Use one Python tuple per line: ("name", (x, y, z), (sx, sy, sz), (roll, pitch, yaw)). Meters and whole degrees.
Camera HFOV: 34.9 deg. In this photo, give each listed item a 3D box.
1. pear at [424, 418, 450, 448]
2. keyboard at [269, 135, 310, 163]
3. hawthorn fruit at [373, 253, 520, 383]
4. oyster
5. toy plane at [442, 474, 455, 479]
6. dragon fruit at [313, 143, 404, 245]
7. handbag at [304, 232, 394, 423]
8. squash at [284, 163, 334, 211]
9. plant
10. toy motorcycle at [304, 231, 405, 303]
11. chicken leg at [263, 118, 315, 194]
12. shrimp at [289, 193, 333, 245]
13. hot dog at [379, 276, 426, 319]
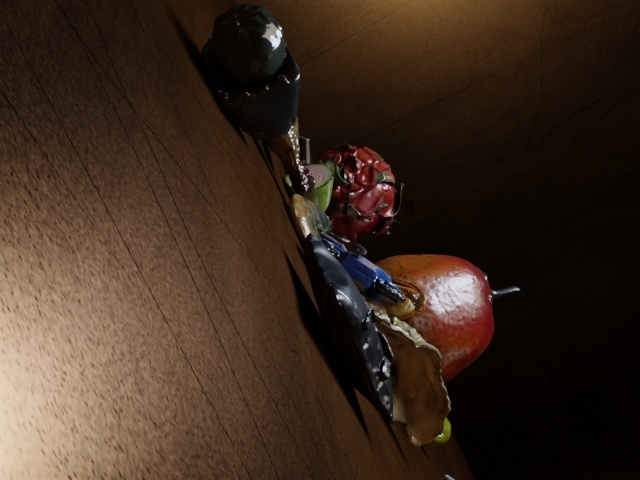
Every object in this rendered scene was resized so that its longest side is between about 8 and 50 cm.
("pear", (0.265, 0.444, 2.381), (0.092, 0.092, 0.097), (62, 4, -22))
("keyboard", (-0.067, -0.191, 2.059), (0.166, 0.017, 0.055), (26, -55, 58))
("hawthorn fruit", (0.245, 0.154, 2.095), (0.285, 0.368, 0.285), (167, -90, -79))
("oyster", (0.131, 0.216, 1.840), (0.341, 0.166, 0.110), (46, 18, -15))
("toy plane", (0.284, 0.554, 2.051), (0.267, 0.088, 0.212), (51, 11, -38))
("dragon fruit", (0.076, -0.085, 2.302), (0.293, 0.233, 0.234), (55, 9, -40))
("handbag", (0.046, 0.134, 1.549), (0.211, 0.088, 0.254), (-112, 179, -63))
("squash", (-0.017, -0.080, 2.131), (0.105, 0.105, 0.132), (-109, -170, -56))
("plant", (-0.113, -0.277, 1.689), (0.256, 0.141, 0.164), (77, -8, -54))
("toy motorcycle", (0.061, 0.054, 1.814), (0.205, 0.076, 0.114), (33, -5, -2))
("chicken leg", (-0.096, -0.236, 1.992), (0.177, 0.083, 0.322), (80, -16, -47))
("shrimp", (0.000, 0.000, 2.002), (0.296, 0.058, 0.169), (26, 43, -75))
("hot dog", (0.103, 0.095, 1.944), (0.235, 0.092, 0.062), (14, -57, 46))
